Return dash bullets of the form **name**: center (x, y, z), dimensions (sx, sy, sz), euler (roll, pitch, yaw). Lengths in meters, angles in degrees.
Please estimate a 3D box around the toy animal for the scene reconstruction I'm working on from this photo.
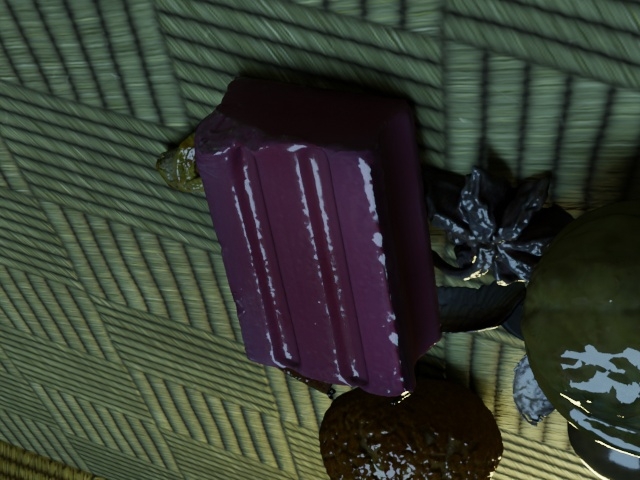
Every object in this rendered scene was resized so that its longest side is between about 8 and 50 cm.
- **toy animal**: center (0.097, 0.107, 1.731), dimensions (0.160, 0.197, 0.272), euler (37, 157, -20)

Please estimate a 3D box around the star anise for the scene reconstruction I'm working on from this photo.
- **star anise**: center (0.194, -0.007, 1.522), dimensions (0.209, 0.089, 0.231), euler (28, 144, 9)

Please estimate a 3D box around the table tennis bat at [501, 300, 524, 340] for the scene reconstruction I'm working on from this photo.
- **table tennis bat**: center (0.307, 0.094, 1.704), dimensions (0.150, 0.027, 0.236), euler (21, 157, 2)

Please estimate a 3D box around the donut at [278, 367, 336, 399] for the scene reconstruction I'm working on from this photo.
- **donut**: center (-0.006, 0.148, 2.005), dimensions (0.141, 0.085, 0.217), euler (25, 154, -3)

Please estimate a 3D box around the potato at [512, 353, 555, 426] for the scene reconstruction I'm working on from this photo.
- **potato**: center (0.337, 0.111, 1.609), dimensions (0.261, 0.100, 0.120), euler (-29, 109, 31)

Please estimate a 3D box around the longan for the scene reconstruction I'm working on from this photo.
- **longan**: center (0.421, 0.238, 1.732), dimensions (0.204, 0.159, 0.185), euler (-23, 123, 41)

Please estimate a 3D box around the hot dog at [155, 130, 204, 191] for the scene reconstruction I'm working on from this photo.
- **hot dog**: center (-0.161, -0.092, 1.691), dimensions (0.078, 0.061, 0.169), euler (31, 154, -19)

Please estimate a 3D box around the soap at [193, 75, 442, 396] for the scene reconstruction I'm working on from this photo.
- **soap**: center (0.000, 0.000, 1.529), dimensions (0.233, 0.128, 0.359), euler (11, 133, 26)

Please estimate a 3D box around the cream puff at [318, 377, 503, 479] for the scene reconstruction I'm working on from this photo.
- **cream puff**: center (0.138, 0.336, 2.070), dimensions (0.303, 0.212, 0.303), euler (5, 155, 2)

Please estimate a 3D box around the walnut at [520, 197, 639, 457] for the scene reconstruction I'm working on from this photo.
- **walnut**: center (0.347, 0.089, 1.372), dimensions (0.277, 0.282, 0.253), euler (7, 109, 11)
